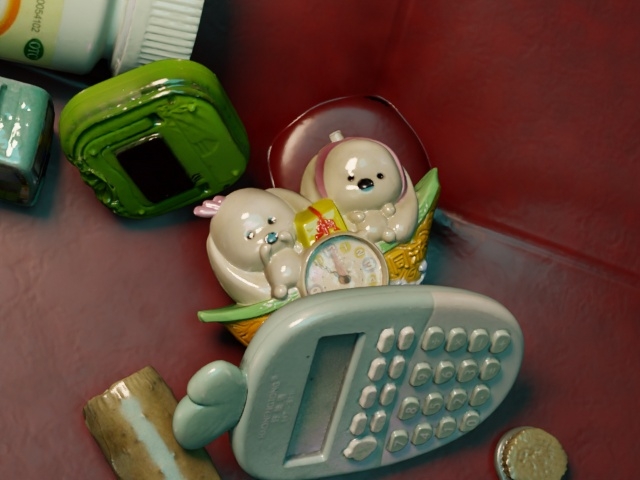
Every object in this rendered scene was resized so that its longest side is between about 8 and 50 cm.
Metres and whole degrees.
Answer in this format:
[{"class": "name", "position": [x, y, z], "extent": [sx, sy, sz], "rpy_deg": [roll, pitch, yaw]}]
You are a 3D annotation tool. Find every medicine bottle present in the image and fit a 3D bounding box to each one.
[{"class": "medicine bottle", "position": [-0.250, -0.217, 0.985], "extent": [0.318, 0.158, 0.158], "rpy_deg": [10, 79, -14]}]

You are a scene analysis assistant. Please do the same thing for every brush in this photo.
[{"class": "brush", "position": [0.142, 0.281, 1.092], "extent": [0.062, 0.027, 0.266], "rpy_deg": [23, 77, -11]}]

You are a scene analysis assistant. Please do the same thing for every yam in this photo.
[{"class": "yam", "position": [-0.065, 0.270, 1.008], "extent": [0.083, 0.083, 0.371], "rpy_deg": [-27, 88, -18]}]

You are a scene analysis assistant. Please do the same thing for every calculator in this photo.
[{"class": "calculator", "position": [0.026, 0.110, 1.020], "extent": [0.295, 0.042, 0.184], "rpy_deg": [-3, 127, -26]}]

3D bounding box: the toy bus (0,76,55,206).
[{"class": "toy bus", "position": [-0.327, -0.096, 0.975], "extent": [0.262, 0.109, 0.091], "rpy_deg": [13, 73, -15]}]

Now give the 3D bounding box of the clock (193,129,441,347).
[{"class": "clock", "position": [0.000, 0.000, 1.054], "extent": [0.231, 0.103, 0.144], "rpy_deg": [-29, 99, -17]}]

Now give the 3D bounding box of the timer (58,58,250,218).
[{"class": "timer", "position": [-0.124, -0.073, 1.006], "extent": [0.128, 0.140, 0.047], "rpy_deg": [-21, 54, 5]}]
